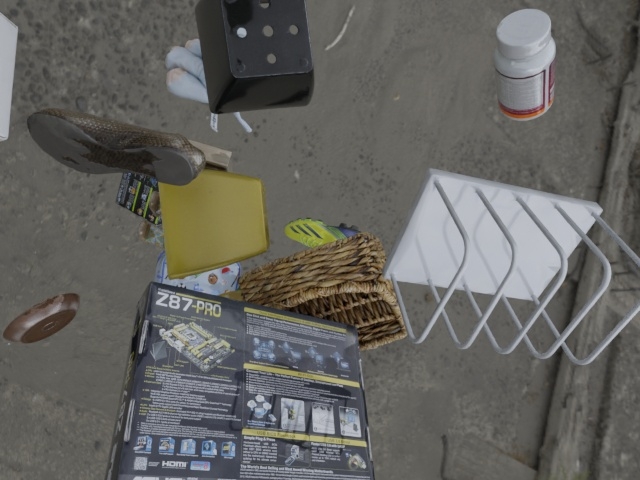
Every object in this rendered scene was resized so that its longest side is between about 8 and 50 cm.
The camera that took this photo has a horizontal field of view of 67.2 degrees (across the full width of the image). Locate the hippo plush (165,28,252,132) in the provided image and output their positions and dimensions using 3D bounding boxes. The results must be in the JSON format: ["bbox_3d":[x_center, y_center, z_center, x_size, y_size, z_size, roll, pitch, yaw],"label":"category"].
[{"bbox_3d":[-0.292,-0.490,1.334,0.234,0.236,0.295,-7,72,-32],"label":"hippo plush"}]

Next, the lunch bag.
[{"bbox_3d":[-0.434,0.150,1.719,0.303,0.115,0.244,10,85,-30],"label":"lunch bag"}]

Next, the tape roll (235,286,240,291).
[{"bbox_3d":[-0.155,0.258,1.680,0.077,0.321,0.321,-46,107,-3],"label":"tape roll"}]

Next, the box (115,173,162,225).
[{"bbox_3d":[-0.586,-0.174,1.619,0.184,0.191,0.045,25,18,12],"label":"box"}]

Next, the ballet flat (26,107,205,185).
[{"bbox_3d":[-0.264,-0.127,0.629,0.249,0.084,0.058,12,46,12],"label":"ballet flat"}]

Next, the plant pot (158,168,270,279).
[{"bbox_3d":[-0.204,-0.043,0.991,0.187,0.212,0.213,-4,93,-3],"label":"plant pot"}]

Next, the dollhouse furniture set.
[{"bbox_3d":[-0.291,-0.086,1.137,0.212,0.161,0.242,15,74,-4],"label":"dollhouse furniture set"}]

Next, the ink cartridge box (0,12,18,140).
[{"bbox_3d":[-0.593,-0.220,0.684,0.117,0.282,0.208,46,35,-68],"label":"ink cartridge box"}]

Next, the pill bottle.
[{"bbox_3d":[0.437,-0.371,1.034,0.221,0.121,0.121,50,51,-55],"label":"pill bottle"}]

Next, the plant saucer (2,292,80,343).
[{"bbox_3d":[-0.720,0.213,1.266,0.198,0.199,0.036,-32,77,-34],"label":"plant saucer"}]

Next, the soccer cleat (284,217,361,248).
[{"bbox_3d":[0.000,0.000,1.583,0.093,0.288,0.121,45,57,-59],"label":"soccer cleat"}]

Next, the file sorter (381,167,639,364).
[{"bbox_3d":[0.260,0.047,0.674,0.277,0.193,0.173,9,36,-13],"label":"file sorter"}]

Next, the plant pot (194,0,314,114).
[{"bbox_3d":[-0.098,-0.319,0.790,0.187,0.167,0.188,-9,100,-13],"label":"plant pot"}]

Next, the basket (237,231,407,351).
[{"bbox_3d":[0.007,0.135,0.970,0.213,0.299,0.223,24,49,-73],"label":"basket"}]

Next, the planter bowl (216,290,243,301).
[{"bbox_3d":[-0.274,0.237,1.420,0.217,0.217,0.091,-26,113,-34],"label":"planter bowl"}]

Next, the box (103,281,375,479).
[{"bbox_3d":[-0.106,0.256,0.760,0.394,0.097,0.319,17,50,-27],"label":"box"}]
